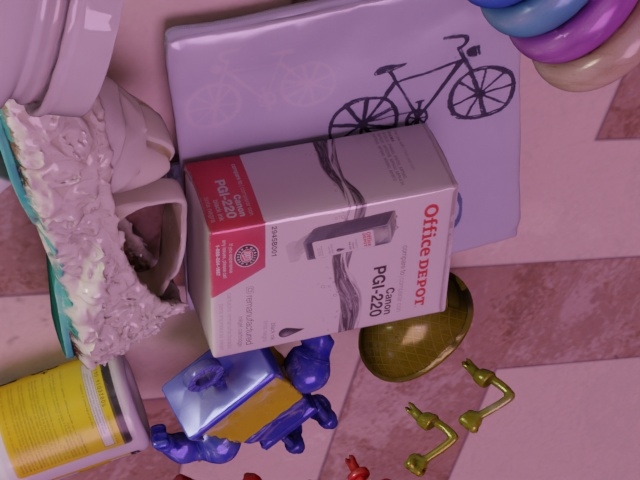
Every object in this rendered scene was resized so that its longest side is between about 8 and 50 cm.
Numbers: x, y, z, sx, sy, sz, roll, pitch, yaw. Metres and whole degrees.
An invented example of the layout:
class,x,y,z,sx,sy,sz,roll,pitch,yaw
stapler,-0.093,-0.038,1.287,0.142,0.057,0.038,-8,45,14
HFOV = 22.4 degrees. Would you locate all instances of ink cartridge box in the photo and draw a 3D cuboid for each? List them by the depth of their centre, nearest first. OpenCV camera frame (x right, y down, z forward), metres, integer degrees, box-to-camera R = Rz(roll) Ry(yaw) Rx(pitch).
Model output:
class,x,y,z,sx,sy,sz,roll,pitch,yaw
ink cartridge box,0.000,0.000,1.384,0.217,0.092,0.159,-12,136,-14

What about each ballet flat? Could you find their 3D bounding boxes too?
class,x,y,z,sx,sy,sz,roll,pitch,yaw
ballet flat,-0.177,-0.045,1.292,0.147,0.147,0.409,-14,148,-8

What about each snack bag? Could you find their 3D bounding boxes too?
class,x,y,z,sx,sy,sz,roll,pitch,yaw
snack bag,0.022,-0.087,1.401,0.323,0.037,0.343,-14,136,-9

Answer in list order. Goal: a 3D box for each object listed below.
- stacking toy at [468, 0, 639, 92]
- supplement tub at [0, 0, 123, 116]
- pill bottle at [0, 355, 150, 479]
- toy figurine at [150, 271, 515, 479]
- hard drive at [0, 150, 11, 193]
class,x,y,z,sx,sy,sz,roll,pitch,yaw
stacking toy,0.114,-0.247,1.193,0.330,0.141,0.141,32,118,-30
supplement tub,-0.295,-0.194,0.971,0.331,0.241,0.241,6,133,-19
pill bottle,-0.259,0.176,1.520,0.184,0.103,0.103,-18,140,-3
toy figurine,-0.030,0.151,1.506,0.362,0.191,0.217,-37,143,15
hard drive,-0.452,-0.004,1.285,0.353,0.047,0.233,-37,137,19
